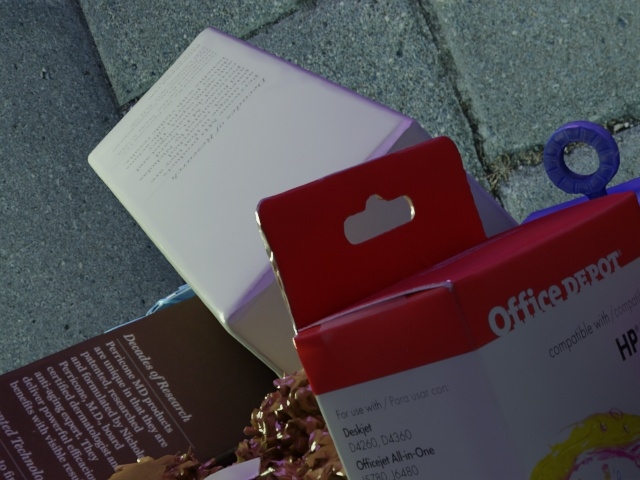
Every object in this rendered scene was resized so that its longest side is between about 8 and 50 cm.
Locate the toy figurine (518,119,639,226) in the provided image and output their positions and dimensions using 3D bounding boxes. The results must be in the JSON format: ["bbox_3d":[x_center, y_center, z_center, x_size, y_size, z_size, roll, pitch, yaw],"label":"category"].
[{"bbox_3d":[0.175,0.038,0.642,0.363,0.217,0.191,-21,1,36],"label":"toy figurine"}]

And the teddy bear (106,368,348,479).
[{"bbox_3d":[-0.069,0.174,0.625,0.338,0.113,0.245,-34,19,-25],"label":"teddy bear"}]

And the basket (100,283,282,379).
[{"bbox_3d":[-0.084,0.116,1.509,0.255,0.201,0.289,-22,-30,10],"label":"basket"}]

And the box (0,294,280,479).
[{"bbox_3d":[-0.215,0.193,0.946,0.381,0.143,0.191,-20,-28,-35],"label":"box"}]

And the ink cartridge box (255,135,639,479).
[{"bbox_3d":[0.080,0.069,0.492,0.078,0.231,0.134,-21,1,42],"label":"ink cartridge box"}]

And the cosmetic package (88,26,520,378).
[{"bbox_3d":[0.000,0.000,0.962,0.161,0.230,0.453,-48,25,-1],"label":"cosmetic package"}]
